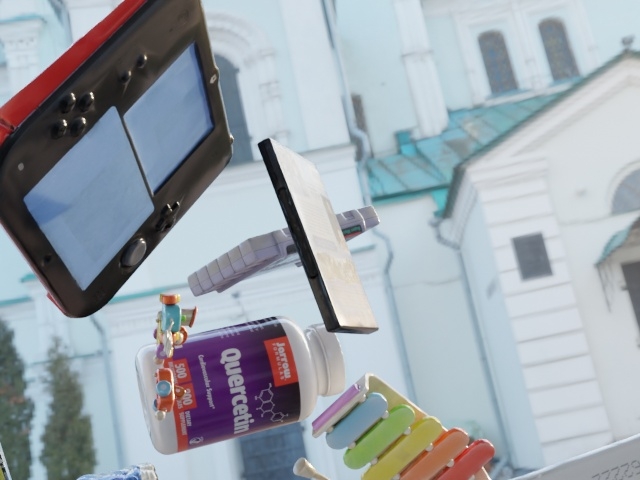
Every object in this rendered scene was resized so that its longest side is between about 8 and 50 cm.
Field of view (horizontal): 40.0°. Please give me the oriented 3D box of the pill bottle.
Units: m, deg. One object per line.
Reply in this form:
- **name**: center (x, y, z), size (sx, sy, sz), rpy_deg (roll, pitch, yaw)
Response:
- **pill bottle**: center (-0.130, 0.227, 1.441), size (0.323, 0.181, 0.181), rpy_deg (-12, -13, -17)

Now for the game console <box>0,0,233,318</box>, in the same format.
- **game console**: center (-0.234, -0.098, 1.052), size (0.342, 0.060, 0.386), rpy_deg (-48, -19, -21)

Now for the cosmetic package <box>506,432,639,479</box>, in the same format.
- **cosmetic package**: center (0.313, 0.349, 0.790), size (0.230, 0.161, 0.453), rpy_deg (-21, -45, 3)

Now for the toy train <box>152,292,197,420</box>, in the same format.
- **toy train**: center (-0.179, 0.139, 1.084), size (0.046, 0.125, 0.166), rpy_deg (1, -40, -16)

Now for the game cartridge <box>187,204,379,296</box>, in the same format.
- **game cartridge**: center (-0.066, 0.020, 1.766), size (0.355, 0.068, 0.230), rpy_deg (-17, -5, -45)

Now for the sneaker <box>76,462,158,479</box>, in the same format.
- **sneaker**: center (-0.348, 0.405, 1.202), size (0.147, 0.129, 0.330), rpy_deg (12, -50, -34)

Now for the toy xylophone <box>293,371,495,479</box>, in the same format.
- **toy xylophone**: center (0.108, 0.346, 1.388), size (0.323, 0.081, 0.236), rpy_deg (31, -73, -21)

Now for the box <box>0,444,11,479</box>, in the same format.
- **box**: center (-0.440, 0.255, 0.887), size (0.233, 0.159, 0.044), rpy_deg (-17, -23, -22)

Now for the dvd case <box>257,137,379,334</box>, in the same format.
- **dvd case**: center (0.000, 0.000, 1.127), size (0.022, 0.252, 0.180), rpy_deg (-24, -13, 15)
